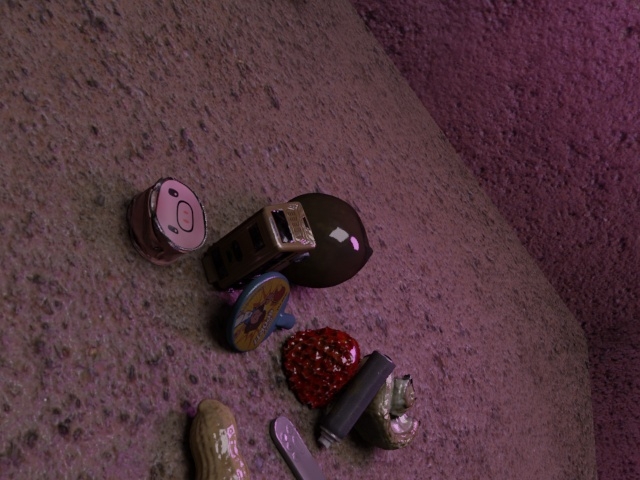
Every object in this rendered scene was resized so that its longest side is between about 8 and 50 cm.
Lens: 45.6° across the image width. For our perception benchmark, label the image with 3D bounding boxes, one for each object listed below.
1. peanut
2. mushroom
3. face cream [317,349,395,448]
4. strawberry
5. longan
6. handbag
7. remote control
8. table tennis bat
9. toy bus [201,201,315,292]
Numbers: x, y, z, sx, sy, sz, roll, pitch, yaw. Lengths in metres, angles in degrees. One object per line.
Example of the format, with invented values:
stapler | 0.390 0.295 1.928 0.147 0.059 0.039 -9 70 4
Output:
peanut | -0.216 0.464 1.622 0.123 0.123 0.256 26 44 -46
mushroom | 0.155 0.463 2.119 0.164 0.190 0.267 -43 128 -44
face cream | 0.090 0.421 2.006 0.073 0.073 0.283 42 80 -32
strawberry | 0.031 0.332 2.033 0.234 0.178 0.234 27 54 -44
longan | 0.000 0.000 2.144 0.350 0.288 0.288 4 64 -68
handbag | -0.355 -0.046 1.778 0.179 0.116 0.205 28 47 -43
remote control | -0.051 0.546 1.896 0.245 0.022 0.077 59 33 -7
table tennis bat | -0.137 0.185 1.910 0.215 0.044 0.329 -61 157 -3
toy bus | -0.156 0.022 1.872 0.157 0.289 0.139 -6 72 -45
